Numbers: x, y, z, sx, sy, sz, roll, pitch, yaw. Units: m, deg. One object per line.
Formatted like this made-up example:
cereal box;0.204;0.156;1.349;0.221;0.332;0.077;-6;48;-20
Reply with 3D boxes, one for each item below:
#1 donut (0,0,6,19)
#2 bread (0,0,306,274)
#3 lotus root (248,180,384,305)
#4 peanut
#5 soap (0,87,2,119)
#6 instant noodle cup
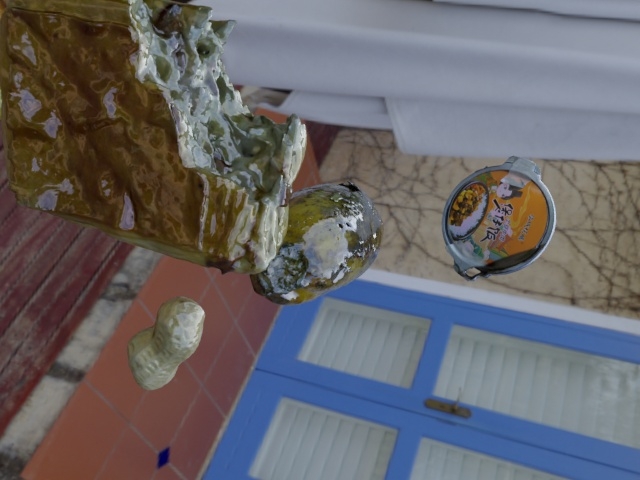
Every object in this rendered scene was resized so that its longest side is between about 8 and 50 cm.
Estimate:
donut;-0.752;-0.592;1.310;0.150;0.317;0.299;-34;138;-9
bread;-0.196;-0.147;0.783;0.191;0.370;0.314;-55;156;-70
lotus root;0.000;0.000;1.033;0.397;0.196;0.179;-38;118;-71
peanut;-0.331;0.214;1.321;0.274;0.125;0.111;-51;-164;30
soap;-0.652;-0.320;1.339;0.140;0.045;0.089;-62;177;-26
instant noodle cup;0.306;-0.023;1.035;0.208;0.177;0.125;-50;150;13
